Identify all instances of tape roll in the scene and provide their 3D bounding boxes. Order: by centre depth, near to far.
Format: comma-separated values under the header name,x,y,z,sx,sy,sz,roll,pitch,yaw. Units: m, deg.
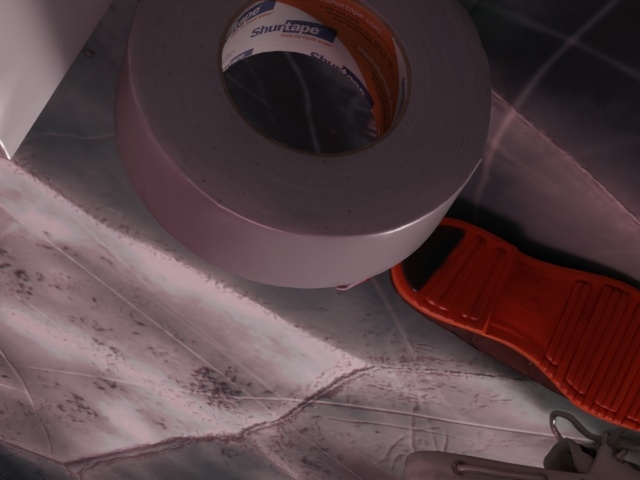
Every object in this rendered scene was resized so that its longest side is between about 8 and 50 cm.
name,x,y,z,sx,sy,sz,roll,pitch,yaw
tape roll,-0.010,-0.084,0.916,0.219,0.219,0.072,28,152,-1

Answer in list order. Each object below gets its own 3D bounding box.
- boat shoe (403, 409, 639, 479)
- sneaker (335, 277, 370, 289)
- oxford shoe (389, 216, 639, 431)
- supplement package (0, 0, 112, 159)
name,x,y,z,sx,sy,sz,roll,pitch,yaw
boat shoe,0.231,0.216,1.310,0.367,0.156,0.136,5,153,-21
sneaker,0.000,0.000,1.207,0.118,0.067,0.042,8,146,31
oxford shoe,0.177,0.066,1.166,0.271,0.097,0.098,31,172,2
supplement package,-0.195,-0.213,0.814,0.145,0.262,0.204,13,149,26
